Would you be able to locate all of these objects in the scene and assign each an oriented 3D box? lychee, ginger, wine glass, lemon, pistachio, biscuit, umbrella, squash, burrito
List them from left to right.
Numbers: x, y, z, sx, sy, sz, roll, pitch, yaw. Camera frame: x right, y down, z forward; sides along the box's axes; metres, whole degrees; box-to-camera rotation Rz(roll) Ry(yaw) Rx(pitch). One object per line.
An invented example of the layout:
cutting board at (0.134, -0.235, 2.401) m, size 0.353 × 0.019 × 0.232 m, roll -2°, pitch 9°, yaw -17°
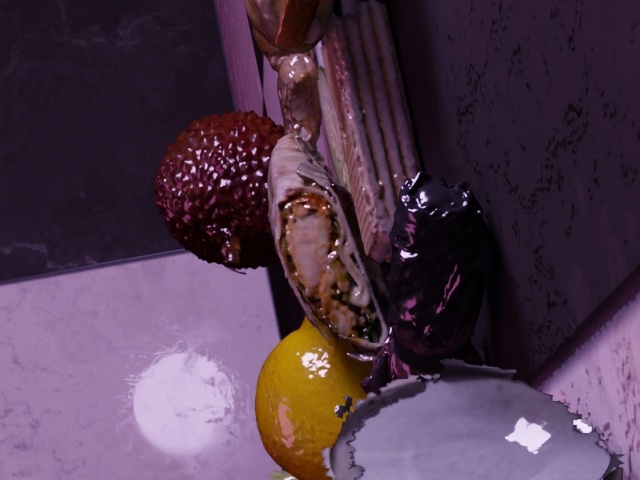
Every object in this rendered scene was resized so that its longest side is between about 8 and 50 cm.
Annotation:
lychee at (-0.132, -0.075, 1.963) m, size 0.264 × 0.264 × 0.300 m, roll 87°, pitch -178°, yaw -48°
ginger at (-0.044, -0.243, 1.687) m, size 0.122 × 0.084 × 0.290 m, roll -96°, pitch -2°, yaw -81°
pistachio at (-0.034, -0.310, 1.440) m, size 0.108 × 0.126 × 0.185 m, roll -1°, pitch 98°, yaw 41°
burrito at (-0.005, -0.010, 1.382) m, size 0.175 × 0.107 × 0.347 m, roll 63°, pitch -178°, yaw -24°
biscuit at (0.001, -0.276, 1.143) m, size 0.324 × 0.049 × 0.205 m, roll -99°, pitch 24°, yaw -82°
lemon at (0.019, 0.191, 1.372) m, size 0.187 × 0.187 × 0.244 m, roll 91°, pitch 168°, yaw -61°
squash at (0.043, -0.092, 1.390) m, size 0.219 × 0.041 × 0.219 m, roll 165°, pitch 90°, yaw -85°
biscuit at (0.050, -0.101, 1.168) m, size 0.108 × 0.062 × 0.238 m, roll 105°, pitch 155°, yaw -76°
umbrella at (0.091, 0.091, 0.992) m, size 0.090 × 0.094 × 0.326 m, roll 22°, pitch 135°, yaw 28°
wine glass at (0.098, 0.267, 0.790) m, size 0.190 × 0.191 × 0.357 m, roll -112°, pitch 18°, yaw -63°

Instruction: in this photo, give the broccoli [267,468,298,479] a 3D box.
broccoli at (0.007, 0.368, 1.770) m, size 0.176 × 0.226 × 0.197 m, roll 15°, pitch 123°, yaw 34°
